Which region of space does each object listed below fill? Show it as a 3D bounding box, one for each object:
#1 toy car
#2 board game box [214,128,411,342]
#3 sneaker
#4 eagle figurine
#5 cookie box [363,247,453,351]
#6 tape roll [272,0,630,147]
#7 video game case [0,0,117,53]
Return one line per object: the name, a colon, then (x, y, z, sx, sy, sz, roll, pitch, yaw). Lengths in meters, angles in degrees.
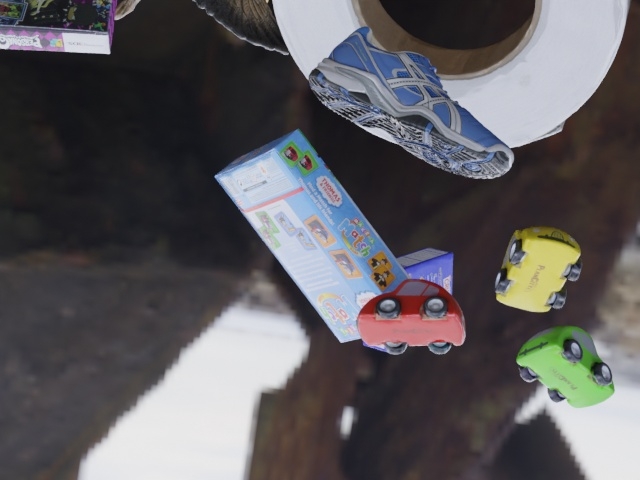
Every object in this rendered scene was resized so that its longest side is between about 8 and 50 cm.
toy car: (0.182, 0.076, 1.718, 0.239, 0.053, 0.225, -26, 129, 36)
board game box: (0.000, 0.000, 1.829, 0.039, 0.211, 0.160, -40, -171, -23)
sneaker: (0.095, -0.132, 1.804, 0.211, 0.081, 0.080, 31, 162, 10)
eagle figurine: (-0.112, -0.373, 2.485, 0.225, 0.226, 0.298, 1, -169, -42)
cookie box: (0.096, 0.064, 2.086, 0.040, 0.092, 0.107, 17, -156, 42)
tape roll: (0.139, -0.275, 2.030, 0.392, 0.392, 0.072, 8, -148, 11)
video game case: (-0.322, -0.306, 2.069, 0.210, 0.232, 0.042, 2, 146, 0)
